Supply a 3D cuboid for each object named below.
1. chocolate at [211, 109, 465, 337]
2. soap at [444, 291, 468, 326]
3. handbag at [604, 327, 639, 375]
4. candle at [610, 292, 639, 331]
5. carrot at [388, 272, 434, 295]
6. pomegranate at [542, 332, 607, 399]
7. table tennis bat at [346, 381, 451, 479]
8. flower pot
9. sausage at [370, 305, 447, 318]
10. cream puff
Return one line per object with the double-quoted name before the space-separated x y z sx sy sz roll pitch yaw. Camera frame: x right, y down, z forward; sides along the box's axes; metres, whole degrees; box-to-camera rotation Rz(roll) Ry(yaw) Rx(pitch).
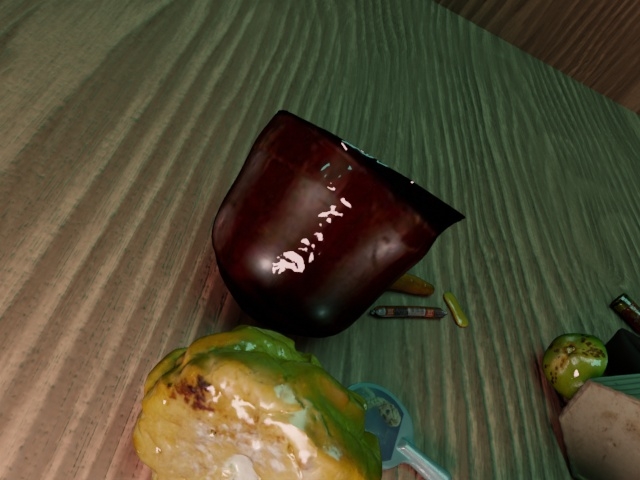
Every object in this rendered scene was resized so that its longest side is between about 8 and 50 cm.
"chocolate" 0.000 0.000 0.941 0.383 0.331 0.383 28 5 -3
"soap" 0.305 0.154 1.222 0.034 0.012 0.089 -3 55 -32
"handbag" 0.827 0.341 1.251 0.285 0.113 0.257 30 16 -7
"candle" 0.859 0.207 1.481 0.052 0.052 0.131 -27 71 -42
"carrot" 0.165 0.087 1.170 0.209 0.061 0.061 15 47 -26
"pomegranate" 0.552 0.282 1.193 0.122 0.169 0.143 -4 54 12
"table tennis bat" 0.125 0.345 0.940 0.237 0.038 0.149 39 44 8
"flower pot" 0.618 0.385 1.063 0.189 0.209 0.239 3 67 -28
"sausage" 0.188 0.152 1.146 0.198 0.025 0.028 4 67 -28
"cream puff" -0.067 0.253 0.747 0.324 0.291 0.257 24 19 16
